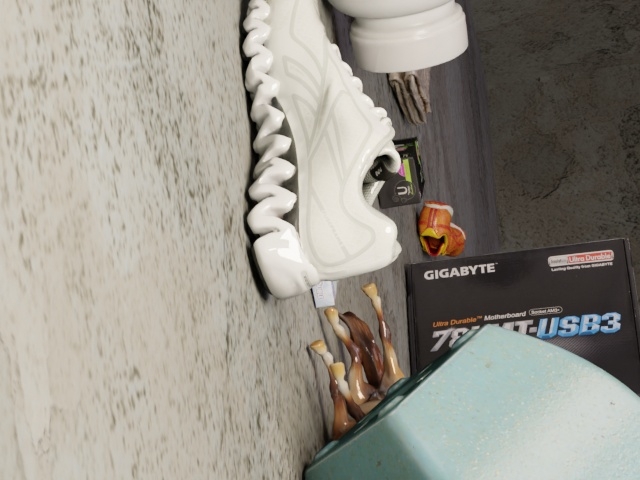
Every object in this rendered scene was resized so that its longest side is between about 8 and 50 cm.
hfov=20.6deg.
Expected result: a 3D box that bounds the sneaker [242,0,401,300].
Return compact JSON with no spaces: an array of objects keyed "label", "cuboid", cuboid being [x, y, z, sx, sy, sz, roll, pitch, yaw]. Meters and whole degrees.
[{"label":"sneaker","cuboid":[0.003,-0.093,1.406,0.110,0.118,0.292,61,22,-62]}]

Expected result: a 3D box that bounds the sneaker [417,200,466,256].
[{"label":"sneaker","cuboid":[0.169,-0.004,2.568,0.175,0.064,0.067,47,56,-66]}]

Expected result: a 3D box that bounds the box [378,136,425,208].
[{"label":"box","cuboid":[0.096,-0.083,2.158,0.083,0.052,0.062,-71,151,-68]}]

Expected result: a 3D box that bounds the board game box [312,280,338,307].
[{"label":"board game box","cuboid":[0.000,0.000,1.605,0.090,0.020,0.090,-80,161,-63]}]

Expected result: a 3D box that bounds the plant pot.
[{"label":"plant pot","cuboid":[0.136,0.220,1.420,0.252,0.247,0.248,51,49,3]}]

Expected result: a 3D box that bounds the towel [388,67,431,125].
[{"label":"towel","cuboid":[0.120,-0.318,2.501,0.187,0.049,0.282,57,27,-71]}]

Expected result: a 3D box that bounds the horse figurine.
[{"label":"horse figurine","cuboid":[0.038,0.149,1.584,0.263,0.066,0.174,-68,143,-67]}]

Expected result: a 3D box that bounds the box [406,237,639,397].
[{"label":"box","cuboid":[0.262,0.150,2.236,0.073,0.295,0.293,71,15,-59]}]

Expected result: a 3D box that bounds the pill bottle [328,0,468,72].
[{"label":"pill bottle","cuboid":[0.073,-0.338,1.858,0.169,0.169,0.301,-76,157,-65]}]
